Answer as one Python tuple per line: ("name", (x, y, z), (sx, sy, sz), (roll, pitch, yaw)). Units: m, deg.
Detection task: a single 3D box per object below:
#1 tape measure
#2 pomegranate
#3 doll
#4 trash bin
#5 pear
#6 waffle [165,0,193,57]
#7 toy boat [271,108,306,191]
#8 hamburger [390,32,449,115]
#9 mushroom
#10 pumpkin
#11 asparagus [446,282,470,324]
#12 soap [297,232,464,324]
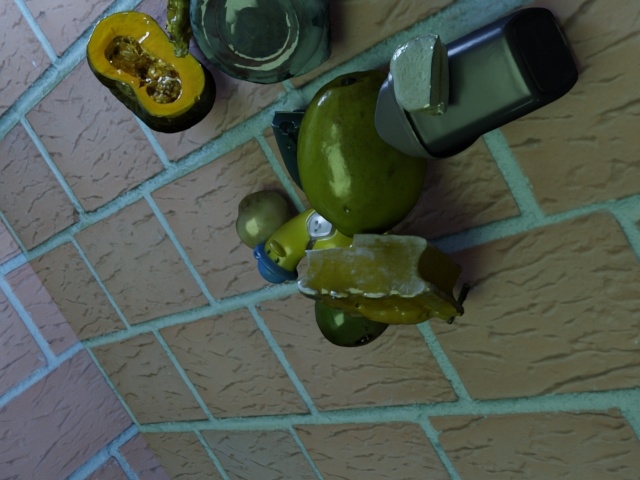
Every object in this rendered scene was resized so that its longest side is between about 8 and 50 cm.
("tape measure", (-0.101, -0.426, 1.528), (0.275, 0.147, 0.256), (4, 125, 11))
("pomegranate", (0.063, 0.134, 1.823), (0.210, 0.179, 0.179), (59, 142, 3))
("doll", (0.000, 0.000, 1.789), (0.363, 0.145, 0.199), (-11, 78, 32))
("trash bin", (0.242, -0.246, 1.318), (0.290, 0.209, 0.182), (-20, 96, 45))
("pear", (0.073, -0.160, 1.516), (0.253, 0.253, 0.307), (13, 131, 39))
("waffle", (-0.265, -0.489, 1.620), (0.051, 0.291, 0.291), (13, 138, -6))
("toy boat", (-0.028, -0.181, 1.743), (0.093, 0.103, 0.246), (5, 137, 27))
("hamburger", (0.146, -0.249, 1.229), (0.084, 0.054, 0.121), (10, 105, 40))
("mushroom", (-0.132, -0.047, 1.918), (0.148, 0.112, 0.147), (4, 112, 10))
("pumpkin", (-0.359, -0.384, 1.829), (0.317, 0.222, 0.139), (40, 168, 17))
("asparagus", (0.289, 0.134, 1.717), (0.127, 0.018, 0.015), (105, 153, -45))
("soap", (0.124, 0.081, 1.576), (0.259, 0.281, 0.142), (-4, 78, 20))
